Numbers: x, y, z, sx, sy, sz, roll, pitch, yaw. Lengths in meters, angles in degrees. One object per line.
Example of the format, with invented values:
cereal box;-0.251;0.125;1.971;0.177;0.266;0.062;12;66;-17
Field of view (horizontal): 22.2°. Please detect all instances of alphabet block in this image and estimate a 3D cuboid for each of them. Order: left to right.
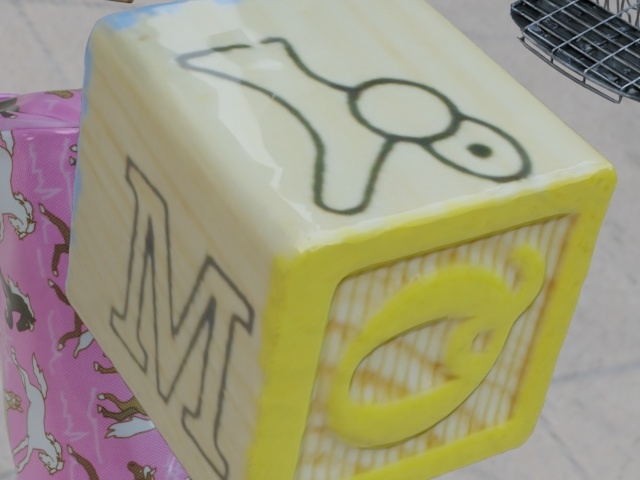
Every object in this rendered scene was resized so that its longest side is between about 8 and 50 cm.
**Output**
alphabet block;0.000;0.000;0.825;0.192;0.193;0.197;-15;45;-28

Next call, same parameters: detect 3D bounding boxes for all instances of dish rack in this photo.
dish rack;0.302;-0.181;1.346;0.271;0.074;0.208;-28;45;-24

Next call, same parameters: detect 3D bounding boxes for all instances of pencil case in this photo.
pencil case;-0.155;0.086;1.113;0.160;0.386;0.167;-6;14;3

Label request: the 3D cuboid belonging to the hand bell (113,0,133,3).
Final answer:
hand bell;-0.072;-0.222;0.694;0.126;0.242;0.126;8;8;-1
